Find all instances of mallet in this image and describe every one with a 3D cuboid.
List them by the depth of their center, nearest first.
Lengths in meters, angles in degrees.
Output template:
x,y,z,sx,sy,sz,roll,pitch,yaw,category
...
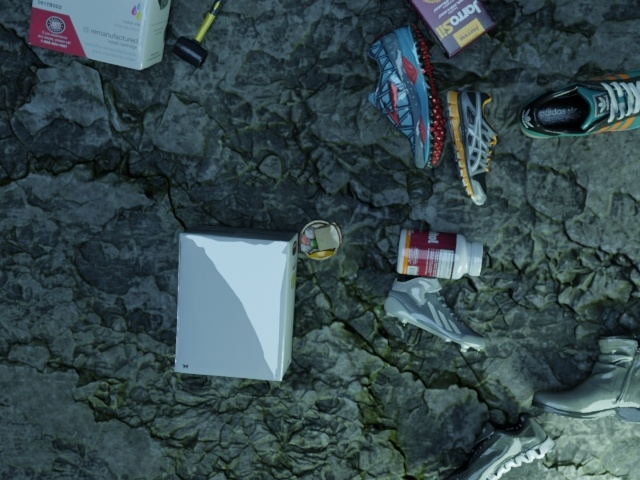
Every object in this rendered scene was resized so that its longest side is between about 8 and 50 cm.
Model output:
x,y,z,sx,sy,sz,roll,pitch,yaw,category
-0.214,-0.420,1.807,0.062,0.039,0.189,24,95,-1,mallet

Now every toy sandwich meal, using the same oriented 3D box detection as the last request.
x,y,z,sx,sy,sz,roll,pitch,yaw,category
0.000,0.000,1.837,0.086,0.029,0.085,1,97,6,toy sandwich meal

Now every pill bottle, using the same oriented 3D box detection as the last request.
x,y,z,sx,sy,sz,roll,pitch,yaw,category
0.220,0.026,1.789,0.152,0.086,0.086,6,98,5,pill bottle

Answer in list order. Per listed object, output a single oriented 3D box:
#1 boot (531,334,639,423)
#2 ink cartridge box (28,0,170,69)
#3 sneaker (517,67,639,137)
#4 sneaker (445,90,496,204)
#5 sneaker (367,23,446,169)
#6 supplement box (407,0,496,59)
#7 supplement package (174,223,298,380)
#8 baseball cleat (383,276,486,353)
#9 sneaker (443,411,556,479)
x,y,z,sx,sy,sz,roll,pitch,yaw,category
0.517,0.250,1.799,0.247,0.083,0.161,3,91,0,boot
-0.386,-0.484,1.742,0.226,0.131,0.306,14,111,5,ink cartridge box
0.503,-0.237,1.706,0.302,0.121,0.108,-13,96,7,sneaker
0.283,-0.172,1.761,0.083,0.084,0.214,-10,95,2,sneaker
0.153,-0.254,1.769,0.125,0.104,0.261,-10,92,25,sneaker
0.219,-0.432,1.732,0.104,0.081,0.188,-35,93,9,supplement box
-0.154,0.112,1.811,0.204,0.145,0.261,4,98,6,supplement package
0.225,0.131,1.810,0.206,0.072,0.109,22,93,-1,baseball cleat
0.320,0.399,1.834,0.234,0.078,0.106,-29,91,5,sneaker
